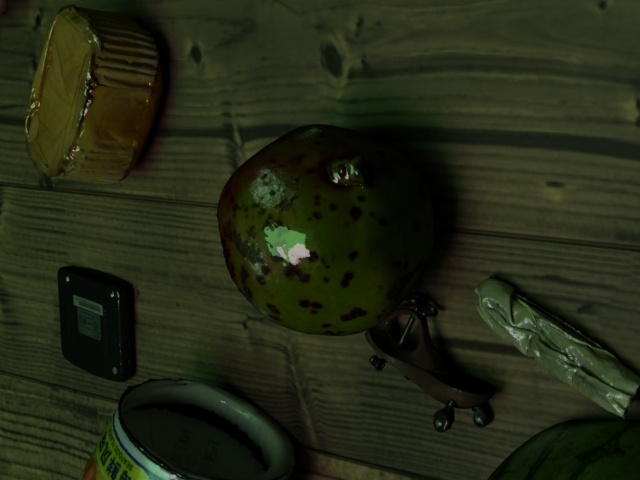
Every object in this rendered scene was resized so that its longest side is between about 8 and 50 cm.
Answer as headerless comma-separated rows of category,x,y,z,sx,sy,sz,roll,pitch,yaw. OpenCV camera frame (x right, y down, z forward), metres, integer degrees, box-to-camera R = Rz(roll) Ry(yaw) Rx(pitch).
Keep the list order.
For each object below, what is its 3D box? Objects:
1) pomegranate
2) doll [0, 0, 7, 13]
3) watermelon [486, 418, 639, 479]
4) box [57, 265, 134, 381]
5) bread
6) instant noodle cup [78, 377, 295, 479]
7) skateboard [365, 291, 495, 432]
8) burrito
pomegranate,0.005,-0.009,1.403,0.198,0.246,0.198,0,88,2
doll,-0.457,-0.337,1.825,0.262,0.093,0.211,29,123,36
watermelon,0.218,0.314,1.258,0.330,0.189,0.331,11,107,38
box,-0.265,0.099,1.789,0.126,0.027,0.125,14,110,42
bread,-0.243,-0.155,1.648,0.132,0.114,0.190,44,119,41
instant noodle cup,-0.171,0.324,1.600,0.284,0.284,0.312,38,116,32
skateboard,0.101,0.107,1.411,0.151,0.067,0.080,38,115,37
burrito,0.201,0.091,1.315,0.185,0.041,0.045,34,124,35
